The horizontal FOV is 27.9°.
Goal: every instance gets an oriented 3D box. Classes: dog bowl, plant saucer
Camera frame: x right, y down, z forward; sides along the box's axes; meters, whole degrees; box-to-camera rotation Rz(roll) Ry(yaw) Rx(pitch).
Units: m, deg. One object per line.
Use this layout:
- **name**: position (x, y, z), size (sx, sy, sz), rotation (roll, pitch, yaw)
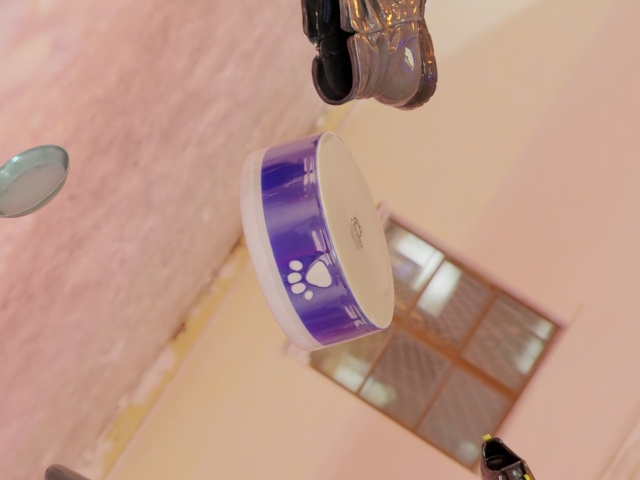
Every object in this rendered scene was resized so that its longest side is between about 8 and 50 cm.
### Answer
- **dog bowl**: position (0.000, 0.000, 1.618), size (0.104, 0.264, 0.265), rotation (-16, -172, 16)
- **plant saucer**: position (-0.345, -0.065, 1.526), size (0.119, 0.119, 0.021), rotation (-55, 137, -27)

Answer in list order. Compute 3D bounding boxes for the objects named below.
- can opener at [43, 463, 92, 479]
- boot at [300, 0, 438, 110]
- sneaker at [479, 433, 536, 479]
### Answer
- **can opener**: position (-0.230, 0.376, 1.642), size (0.076, 0.283, 0.095), rotation (-63, 170, -6)
- **boot**: position (0.054, -0.339, 1.703), size (0.118, 0.338, 0.223), rotation (-19, 169, 31)
- **sneaker**: position (0.303, 0.397, 2.019), size (0.084, 0.234, 0.097), rotation (-25, 128, -9)
